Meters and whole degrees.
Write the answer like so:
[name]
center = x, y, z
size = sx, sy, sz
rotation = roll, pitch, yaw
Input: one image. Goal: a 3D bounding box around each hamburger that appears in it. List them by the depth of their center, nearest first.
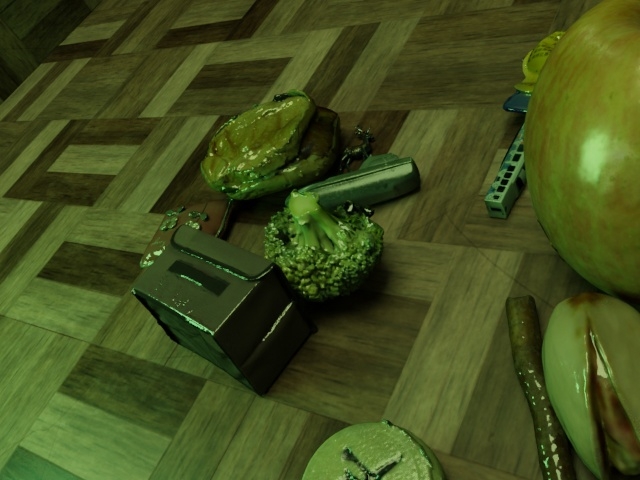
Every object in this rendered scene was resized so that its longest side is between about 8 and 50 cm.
[hamburger]
center = -0.095, -0.186, 1.344
size = 0.284, 0.134, 0.266
rotation = -14, 46, 28

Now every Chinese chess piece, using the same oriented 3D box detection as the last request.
[Chinese chess piece]
center = 0.064, 0.317, 0.800
size = 0.188, 0.083, 0.188
rotation = -15, 46, 16

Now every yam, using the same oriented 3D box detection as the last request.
[yam]
center = 0.273, 0.206, 0.805
size = 0.045, 0.045, 0.327
rotation = 6, 48, -4

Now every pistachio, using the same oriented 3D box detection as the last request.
[pistachio]
center = 0.326, 0.160, 0.743
size = 0.144, 0.144, 0.215
rotation = -17, 53, 18

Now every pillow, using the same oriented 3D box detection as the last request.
[pillow]
center = -0.276, -0.018, 1.337
size = 0.179, 0.075, 0.171
rotation = -5, 48, 30

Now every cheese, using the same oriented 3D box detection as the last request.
[cheese]
center = 0.423, -0.310, 1.183
size = 0.250, 0.064, 0.156
rotation = -45, 40, -19

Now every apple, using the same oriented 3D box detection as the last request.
[apple]
center = 0.440, -0.125, 0.792
size = 0.391, 0.347, 0.391
rotation = -16, 41, 14

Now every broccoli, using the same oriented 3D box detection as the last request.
[broccoli]
center = 0.000, 0.002, 1.075
size = 0.197, 0.176, 0.226
rotation = -22, 63, -8

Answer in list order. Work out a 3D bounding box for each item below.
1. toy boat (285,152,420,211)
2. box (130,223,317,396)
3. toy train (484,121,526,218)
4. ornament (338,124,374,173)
[toy boat]
center = 0.054, -0.101, 1.206
size = 0.260, 0.078, 0.085
rotation = -15, 62, 18
[box]
center = -0.162, 0.110, 1.067
size = 0.252, 0.188, 0.153
rotation = 20, 61, 40
[toy train]
center = 0.329, -0.128, 1.087
size = 0.047, 0.043, 0.207
rotation = 10, 57, 38
[ornament]
center = 0.074, -0.188, 1.317
size = 0.073, 0.028, 0.125
rotation = -14, 47, 20
